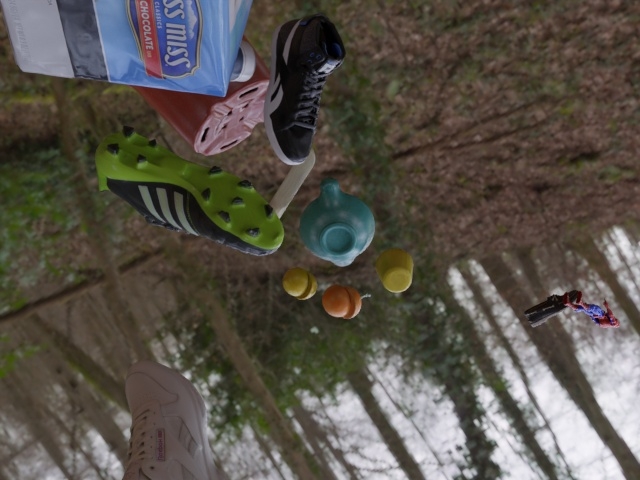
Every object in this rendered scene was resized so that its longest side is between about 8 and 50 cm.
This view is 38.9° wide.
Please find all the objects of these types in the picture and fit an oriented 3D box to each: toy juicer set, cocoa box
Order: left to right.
[{"bbox_3d":[-0.175,-0.359,0.954,0.231,0.227,0.347,96,3,-52],"label":"cocoa box"},{"bbox_3d":[0.000,0.000,1.617,0.209,0.329,0.089,-35,-158,15],"label":"toy juicer set"}]

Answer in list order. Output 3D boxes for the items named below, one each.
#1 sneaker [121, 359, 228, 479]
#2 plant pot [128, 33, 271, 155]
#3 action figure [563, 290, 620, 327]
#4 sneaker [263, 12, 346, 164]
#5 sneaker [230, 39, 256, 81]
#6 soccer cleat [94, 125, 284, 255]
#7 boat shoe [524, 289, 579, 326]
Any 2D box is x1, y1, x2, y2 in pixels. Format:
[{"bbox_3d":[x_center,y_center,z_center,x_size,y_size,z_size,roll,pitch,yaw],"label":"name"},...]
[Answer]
[{"bbox_3d":[-0.228,0.303,1.308,0.152,0.305,0.114,5,137,-47],"label":"sneaker"},{"bbox_3d":[-0.232,-0.321,1.705,0.272,0.265,0.272,-37,166,-11],"label":"plant pot"},{"bbox_3d":[0.396,0.101,1.306,0.038,0.115,0.030,-15,-127,47],"label":"action figure"},{"bbox_3d":[-0.019,-0.224,1.320,0.079,0.217,0.121,1,176,-39],"label":"sneaker"},{"bbox_3d":[-0.227,-0.273,1.339,0.163,0.086,0.226,-10,-165,-42],"label":"sneaker"},{"bbox_3d":[-0.112,-0.032,0.773,0.060,0.178,0.072,-55,170,-40],"label":"soccer cleat"},{"bbox_3d":[0.477,0.132,1.870,0.125,0.038,0.046,-37,-179,32],"label":"boat shoe"}]
